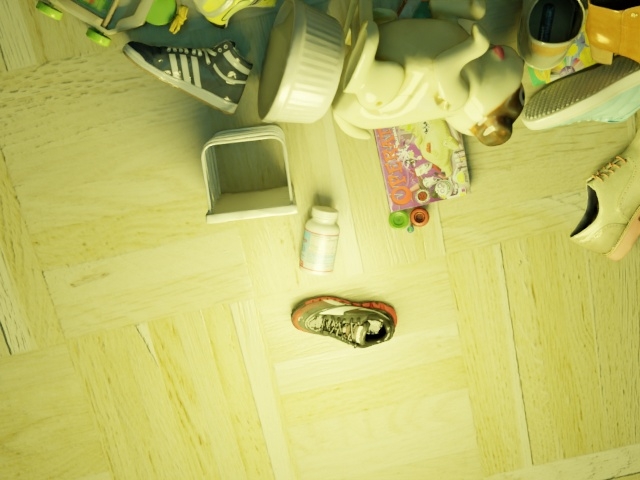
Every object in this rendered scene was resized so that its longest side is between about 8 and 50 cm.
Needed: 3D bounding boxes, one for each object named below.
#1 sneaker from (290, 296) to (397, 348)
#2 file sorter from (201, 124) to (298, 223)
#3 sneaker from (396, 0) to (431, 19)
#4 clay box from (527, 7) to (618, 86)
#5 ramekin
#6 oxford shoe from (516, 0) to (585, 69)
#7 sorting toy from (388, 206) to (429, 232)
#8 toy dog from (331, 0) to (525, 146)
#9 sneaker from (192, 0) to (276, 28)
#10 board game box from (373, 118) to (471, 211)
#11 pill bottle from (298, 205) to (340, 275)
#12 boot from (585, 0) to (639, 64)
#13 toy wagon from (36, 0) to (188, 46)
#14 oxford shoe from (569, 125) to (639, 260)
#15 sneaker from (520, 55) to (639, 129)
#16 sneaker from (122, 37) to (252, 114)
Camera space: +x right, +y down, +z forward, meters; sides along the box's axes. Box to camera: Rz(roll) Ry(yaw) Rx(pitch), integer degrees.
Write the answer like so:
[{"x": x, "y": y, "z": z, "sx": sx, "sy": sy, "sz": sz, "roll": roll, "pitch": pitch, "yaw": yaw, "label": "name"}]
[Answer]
[{"x": 0.063, "y": 0.208, "z": 1.780, "sx": 0.275, "sy": 0.135, "sz": 0.098, "roll": 5, "pitch": 107, "yaw": -4, "label": "sneaker"}, {"x": -0.160, "y": -0.157, "z": 1.593, "sx": 0.192, "sy": 0.278, "sz": 0.173, "roll": -7, "pitch": 104, "yaw": -2, "label": "file sorter"}, {"x": 0.277, "y": -0.571, "z": 1.603, "sx": 0.121, "sy": 0.108, "sz": 0.302, "roll": 29, "pitch": 109, "yaw": -11, "label": "sneaker"}, {"x": 0.581, "y": -0.460, "z": 1.674, "sx": 0.222, "sy": 0.053, "sz": 0.128, "roll": -21, "pitch": 102, "yaw": 3, "label": "clay box"}, {"x": -0.042, "y": -0.382, "z": 1.554, "sx": 0.127, "sy": 0.273, "sz": 0.273, "roll": 10, "pitch": 104, "yaw": -17, "label": "ramekin"}, {"x": 0.521, "y": -0.609, "z": 1.570, "sx": 0.169, "sy": 0.130, "sz": 0.450, "roll": 4, "pitch": 92, "yaw": 3, "label": "oxford shoe"}, {"x": 0.222, "y": -0.049, "z": 1.774, "sx": 0.101, "sy": 0.042, "sz": 0.061, "roll": -6, "pitch": 90, "yaw": 10, "label": "sorting toy"}, {"x": 0.244, "y": -0.336, "z": 1.524, "sx": 0.407, "sy": 0.285, "sz": 0.396, "roll": 9, "pitch": 128, "yaw": -9, "label": "toy dog"}, {"x": -0.113, "y": -0.609, "z": 1.567, "sx": 0.384, "sy": 0.145, "sz": 0.147, "roll": -25, "pitch": 136, "yaw": 1, "label": "sneaker"}, {"x": 0.234, "y": -0.258, "z": 1.712, "sx": 0.208, "sy": 0.056, "sz": 0.347, "roll": -13, "pitch": 106, "yaw": 4, "label": "board game box"}, {"x": 0.000, "y": 0.000, "z": 1.743, "sx": 0.087, "sy": 0.087, "sz": 0.160, "roll": 8, "pitch": 104, "yaw": -6, "label": "pill bottle"}, {"x": 0.712, "y": -0.443, "z": 1.497, "sx": 0.295, "sy": 0.211, "sz": 0.104, "roll": 9, "pitch": 74, "yaw": 21, "label": "boot"}, {"x": -0.454, "y": -0.568, "z": 1.571, "sx": 0.344, "sy": 0.068, "sz": 0.267, "roll": 28, "pitch": 102, "yaw": -11, "label": "toy wagon"}, {"x": 0.739, "y": -0.150, "z": 1.729, "sx": 0.146, "sy": 0.140, "sz": 0.397, "roll": 18, "pitch": 101, "yaw": -1, "label": "oxford shoe"}, {"x": 0.665, "y": -0.322, "z": 1.681, "sx": 0.365, "sy": 0.135, "sz": 0.150, "roll": -22, "pitch": 124, "yaw": 13, "label": "sneaker"}, {"x": -0.290, "y": -0.415, "z": 1.604, "sx": 0.282, "sy": 0.099, "sz": 0.153, "roll": 26, "pitch": 107, "yaw": -17, "label": "sneaker"}]
